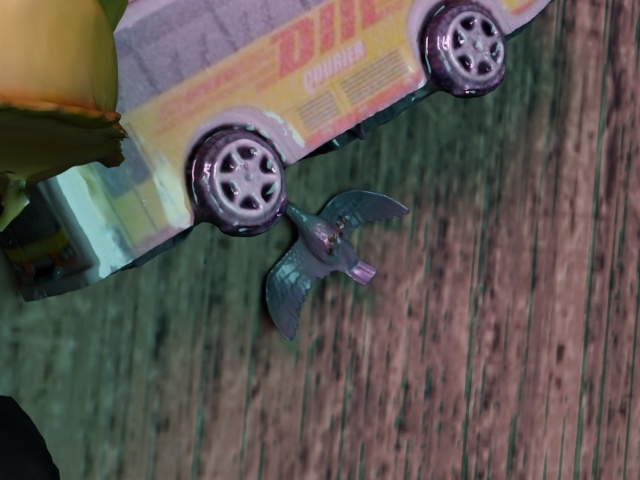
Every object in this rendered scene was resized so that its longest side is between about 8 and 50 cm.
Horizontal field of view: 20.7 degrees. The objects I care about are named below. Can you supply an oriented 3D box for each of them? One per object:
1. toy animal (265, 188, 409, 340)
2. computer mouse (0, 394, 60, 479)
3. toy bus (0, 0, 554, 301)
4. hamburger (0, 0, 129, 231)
[{"bbox_3d":[0.001,0.000,0.749,0.084,0.028,0.050,-46,123,-25],"label":"toy animal"},{"bbox_3d":[-0.137,0.194,0.608,0.183,0.116,0.323,-28,99,-28],"label":"computer mouse"},{"bbox_3d":[-0.017,-0.074,0.703,0.268,0.092,0.106,-33,100,-29],"label":"toy bus"},{"bbox_3d":[-0.192,-0.111,0.484,0.276,0.276,0.236,-6,83,-34],"label":"hamburger"}]
